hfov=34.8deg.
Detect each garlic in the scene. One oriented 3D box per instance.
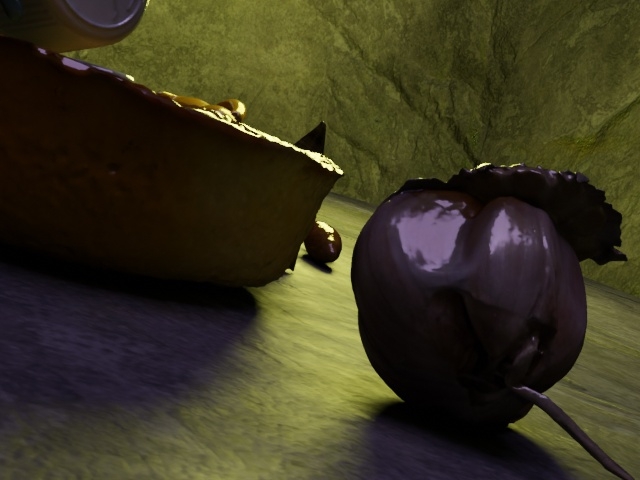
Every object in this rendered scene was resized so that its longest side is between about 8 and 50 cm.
[{"bbox_3d":[0.154,0.051,0.714,0.256,0.207,0.207,31,12,35],"label":"garlic"}]

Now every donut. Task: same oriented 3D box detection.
[{"bbox_3d":[-0.178,-0.061,0.949,0.377,0.164,0.435,19,3,5],"label":"donut"}]

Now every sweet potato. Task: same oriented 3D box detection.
[{"bbox_3d":[0.002,0.000,1.460,0.055,0.058,0.202,-3,7,-2],"label":"sweet potato"}]

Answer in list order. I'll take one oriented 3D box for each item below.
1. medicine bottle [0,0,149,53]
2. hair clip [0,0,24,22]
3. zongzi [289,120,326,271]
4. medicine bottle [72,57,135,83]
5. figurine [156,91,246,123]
[{"bbox_3d":[-0.385,-0.301,1.179,0.395,0.243,0.242,-4,-9,36],"label":"medicine bottle"},{"bbox_3d":[-0.412,-0.283,0.931,0.392,0.318,0.238,62,18,22],"label":"hair clip"},{"bbox_3d":[-0.068,-0.074,1.279,0.084,0.184,0.187,15,6,-34],"label":"zongzi"},{"bbox_3d":[-0.338,-0.171,1.479,0.105,0.168,0.105,17,5,-1],"label":"medicine bottle"},{"bbox_3d":[-0.237,-0.194,1.945,0.228,0.215,0.215,36,15,36],"label":"figurine"}]
